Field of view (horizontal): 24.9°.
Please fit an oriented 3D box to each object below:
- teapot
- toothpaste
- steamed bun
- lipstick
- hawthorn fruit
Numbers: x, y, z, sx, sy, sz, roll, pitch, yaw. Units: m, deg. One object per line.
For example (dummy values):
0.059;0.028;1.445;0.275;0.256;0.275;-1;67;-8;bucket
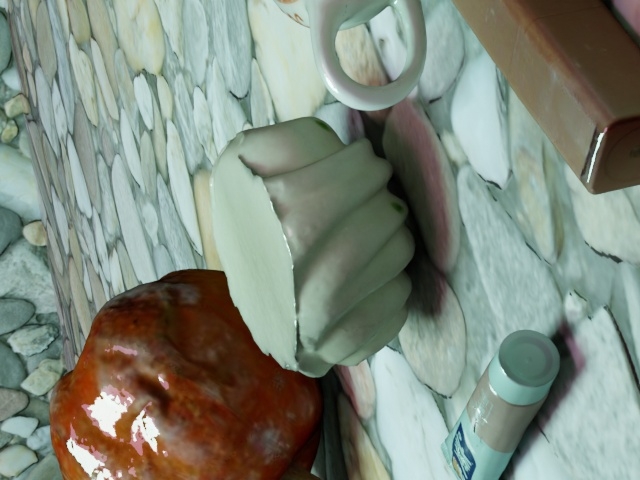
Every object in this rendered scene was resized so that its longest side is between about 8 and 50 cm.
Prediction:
0.004;-0.185;0.792;0.159;0.116;0.246;-50;52;54;teapot
0.100;0.109;0.849;0.205;0.036;0.056;102;150;-62;toothpaste
0.000;0.000;0.954;0.183;0.106;0.183;162;90;-72;steamed bun
0.108;-0.086;0.653;0.045;0.045;0.145;94;156;-47;lipstick
-0.080;0.161;1.193;0.271;0.242;0.242;34;144;21;hawthorn fruit
